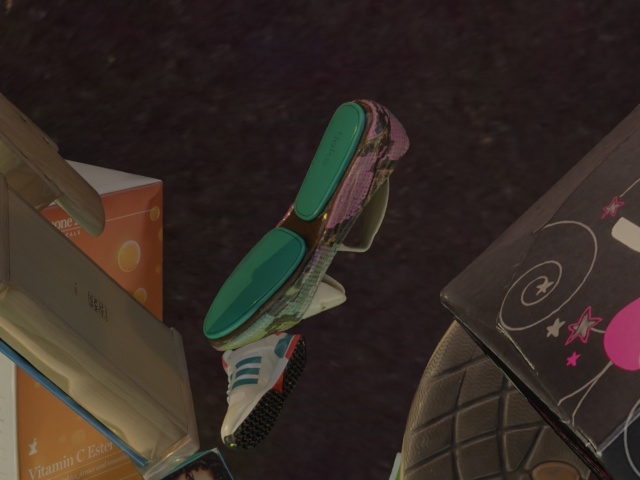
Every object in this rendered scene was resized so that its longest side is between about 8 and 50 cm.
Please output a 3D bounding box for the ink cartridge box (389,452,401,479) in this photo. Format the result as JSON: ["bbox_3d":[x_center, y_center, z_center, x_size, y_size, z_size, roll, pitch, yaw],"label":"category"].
[{"bbox_3d":[0.164,0.293,1.407,0.255,0.097,0.189,17,94,4],"label":"ink cartridge box"}]

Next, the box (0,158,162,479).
[{"bbox_3d":[-0.295,0.107,1.733,0.215,0.168,0.345,-17,113,-50],"label":"box"}]

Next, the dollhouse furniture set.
[{"bbox_3d":[-0.277,0.107,1.202,0.303,0.286,0.198,-36,122,12],"label":"dollhouse furniture set"}]

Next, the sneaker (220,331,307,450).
[{"bbox_3d":[-0.077,0.152,1.727,0.161,0.075,0.057,-56,151,-40],"label":"sneaker"}]

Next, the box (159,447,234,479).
[{"bbox_3d":[-0.171,0.273,1.368,0.244,0.060,0.101,-28,89,-26],"label":"box"}]

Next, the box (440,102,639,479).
[{"bbox_3d":[0.191,0.003,0.578,0.247,0.163,0.142,-44,111,1],"label":"box"}]

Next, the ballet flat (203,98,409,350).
[{"bbox_3d":[0.000,0.000,1.250,0.079,0.077,0.222,31,91,-33],"label":"ballet flat"}]

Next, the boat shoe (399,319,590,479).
[{"bbox_3d":[0.096,0.176,1.069,0.123,0.116,0.324,16,88,-3],"label":"boat shoe"}]
